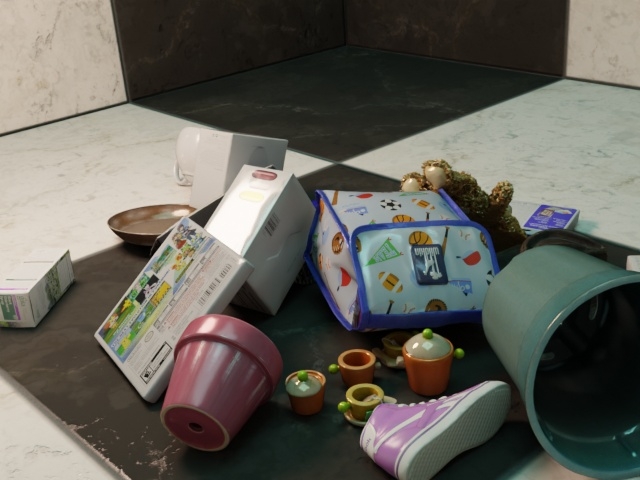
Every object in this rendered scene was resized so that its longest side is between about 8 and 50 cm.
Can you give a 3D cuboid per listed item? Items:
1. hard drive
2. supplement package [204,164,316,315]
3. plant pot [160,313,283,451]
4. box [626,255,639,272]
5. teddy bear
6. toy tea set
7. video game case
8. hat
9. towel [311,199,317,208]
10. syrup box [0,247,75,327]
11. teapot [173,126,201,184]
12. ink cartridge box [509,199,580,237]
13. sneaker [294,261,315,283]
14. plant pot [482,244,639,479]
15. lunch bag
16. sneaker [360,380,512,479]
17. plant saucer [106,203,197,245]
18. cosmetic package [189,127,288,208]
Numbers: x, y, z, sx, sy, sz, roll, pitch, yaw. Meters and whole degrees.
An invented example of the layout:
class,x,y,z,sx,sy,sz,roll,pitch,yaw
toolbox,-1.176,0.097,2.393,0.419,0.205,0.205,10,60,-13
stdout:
class,x,y,z,sx,sy,sz,roll,pitch,yaw
hard drive,-0.260,-0.055,2.101,0.339,0.064,0.237,-34,0,-18
supplement package,-0.139,-0.003,1.921,0.145,0.204,0.262,12,61,33
plant pot,-0.187,0.263,1.506,0.201,0.201,0.180,5,41,19
box,0.654,0.144,1.618,0.119,0.182,0.181,0,24,10
teddy bear,0.352,-0.094,2.052,0.338,0.245,0.113,20,54,-7
toy tea set,0.096,0.232,1.582,0.336,0.124,0.200,-20,29,-31
video game case,-0.308,0.130,1.743,0.329,0.036,0.300,-54,38,-4
hat,0.524,0.053,1.829,0.331,0.134,0.331,3,32,-2
towel,-0.099,-0.056,2.226,0.228,0.076,0.308,-22,15,-36
syrup box,-0.679,0.108,2.022,0.096,0.093,0.237,0,25,9
teapot,-0.347,-0.235,2.636,0.252,0.187,0.256,16,-1,0
ink cartridge box,0.544,-0.042,2.211,0.206,0.045,0.208,11,27,30
sneaker,-0.026,0.065,2.073,0.162,0.063,0.073,-17,12,-40
plant pot,0.451,0.169,1.456,0.341,0.341,0.334,-7,17,-7
lunch bag,0.174,0.047,1.799,0.328,0.239,0.385,-2,32,-16
sneaker,0.192,0.297,1.459,0.282,0.102,0.161,-21,26,-33
plant saucer,-0.424,-0.041,2.330,0.310,0.050,0.310,-1,18,0
cosmetic package,-0.227,-0.187,2.372,0.138,0.224,0.224,15,9,39
